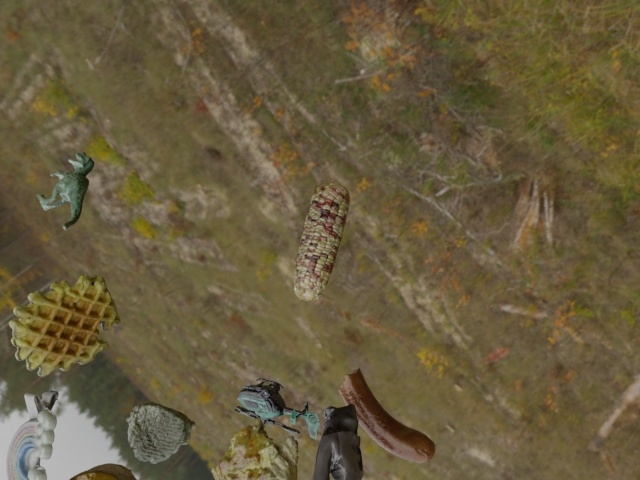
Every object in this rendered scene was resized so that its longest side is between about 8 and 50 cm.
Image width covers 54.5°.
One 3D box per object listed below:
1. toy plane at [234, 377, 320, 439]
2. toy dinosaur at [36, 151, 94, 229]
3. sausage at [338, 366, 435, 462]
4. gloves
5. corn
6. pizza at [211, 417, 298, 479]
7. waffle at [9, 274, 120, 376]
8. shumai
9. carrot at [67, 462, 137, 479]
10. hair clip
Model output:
[{"bbox_3d":[-0.167,0.606,2.257,0.382,0.106,0.155,7,100,27],"label":"toy plane"},{"bbox_3d":[-0.583,-0.087,1.387,0.382,0.130,0.076,-110,-6,-51],"label":"toy dinosaur"},{"bbox_3d":[0.157,0.450,1.551,0.302,0.103,0.076,45,169,1],"label":"sausage"},{"bbox_3d":[0.033,0.488,1.354,0.119,0.285,0.142,-13,139,34],"label":"gloves"},{"bbox_3d":[0.000,0.000,1.276,0.086,0.253,0.086,14,163,4],"label":"corn"},{"bbox_3d":[-0.159,0.566,1.531,0.324,0.222,0.090,12,175,45],"label":"pizza"},{"bbox_3d":[-0.603,0.206,1.477,0.056,0.250,0.261,37,143,37],"label":"waffle"},{"bbox_3d":[-0.445,0.510,1.737,0.184,0.184,0.142,53,-179,-12],"label":"shumai"},{"bbox_3d":[-0.664,0.802,1.865,0.241,0.241,0.340,45,165,8],"label":"carrot"},{"bbox_3d":[-0.538,0.395,1.169,0.140,0.220,0.054,-6,164,35],"label":"hair clip"}]
